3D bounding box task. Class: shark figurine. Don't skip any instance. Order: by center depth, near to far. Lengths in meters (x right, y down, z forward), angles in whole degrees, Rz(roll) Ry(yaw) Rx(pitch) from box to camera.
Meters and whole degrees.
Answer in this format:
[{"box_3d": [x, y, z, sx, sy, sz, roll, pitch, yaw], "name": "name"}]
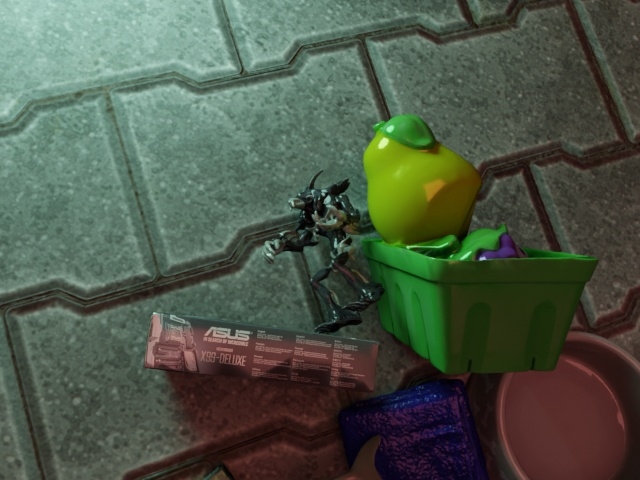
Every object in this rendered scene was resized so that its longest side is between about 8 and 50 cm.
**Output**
[{"box_3d": [-0.016, 0.419, 0.864, 0.166, 0.116, 0.278, 20, 104, -18], "name": "shark figurine"}]

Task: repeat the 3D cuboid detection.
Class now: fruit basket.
[{"box_3d": [0.203, -0.009, 0.863, 0.283, 0.392, 0.391, 1, 79, -11], "name": "fruit basket"}]

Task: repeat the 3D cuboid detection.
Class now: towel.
[{"box_3d": [0.172, 0.400, 0.903, 0.228, 0.076, 0.307, -15, 86, -3], "name": "towel"}]

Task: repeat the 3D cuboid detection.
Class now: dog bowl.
[{"box_3d": [0.433, 0.315, 0.953, 0.349, 0.102, 0.348, 2, 70, -5], "name": "dog bowl"}]

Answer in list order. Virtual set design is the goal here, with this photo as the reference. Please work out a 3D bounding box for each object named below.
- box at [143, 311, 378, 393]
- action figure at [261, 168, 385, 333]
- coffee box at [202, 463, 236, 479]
[{"box_3d": [-0.095, 0.169, 0.835, 0.308, 0.242, 0.076, 9, 78, -9], "name": "box"}, {"box_3d": [0.000, 0.000, 0.898, 0.141, 0.164, 0.275, 7, 52, -45], "name": "action figure"}, {"box_3d": [-0.194, 0.456, 0.864, 0.184, 0.040, 0.113, -39, 88, -16], "name": "coffee box"}]
